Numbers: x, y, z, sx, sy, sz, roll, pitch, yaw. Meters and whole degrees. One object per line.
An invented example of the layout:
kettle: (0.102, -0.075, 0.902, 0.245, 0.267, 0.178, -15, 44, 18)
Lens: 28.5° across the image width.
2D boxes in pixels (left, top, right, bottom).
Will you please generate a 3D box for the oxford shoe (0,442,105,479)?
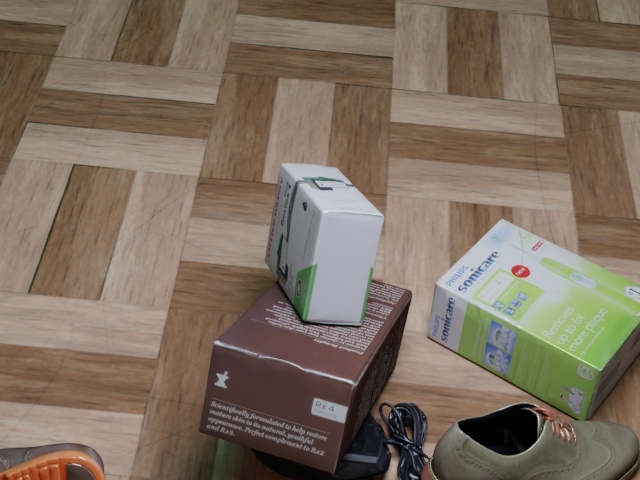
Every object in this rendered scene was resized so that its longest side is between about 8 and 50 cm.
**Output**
oxford shoe: (-0.454, 0.344, 1.622, 0.363, 0.130, 0.133, -11, 10, -8)

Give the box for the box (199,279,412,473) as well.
box: (-0.008, 0.160, 1.737, 0.191, 0.143, 0.381, 16, 17, 12)

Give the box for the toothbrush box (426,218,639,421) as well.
toothbrush box: (0.339, 0.116, 1.934, 0.283, 0.122, 0.206, 28, 46, 26)

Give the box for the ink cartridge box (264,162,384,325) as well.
ink cartridge box: (0.000, 0.000, 1.746, 0.092, 0.160, 0.219, 4, 19, -19)

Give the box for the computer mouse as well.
computer mouse: (0.018, 0.292, 1.746, 0.272, 0.072, 0.188, 11, 36, -11)

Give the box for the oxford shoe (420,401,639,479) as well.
oxford shoe: (0.309, 0.284, 1.712, 0.348, 0.130, 0.123, -5, 39, -30)
